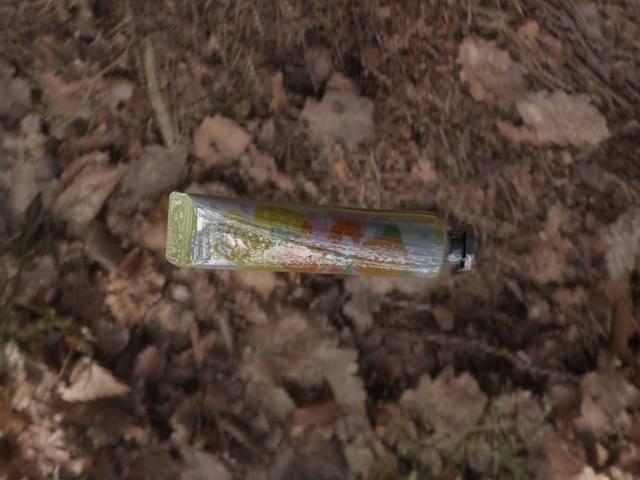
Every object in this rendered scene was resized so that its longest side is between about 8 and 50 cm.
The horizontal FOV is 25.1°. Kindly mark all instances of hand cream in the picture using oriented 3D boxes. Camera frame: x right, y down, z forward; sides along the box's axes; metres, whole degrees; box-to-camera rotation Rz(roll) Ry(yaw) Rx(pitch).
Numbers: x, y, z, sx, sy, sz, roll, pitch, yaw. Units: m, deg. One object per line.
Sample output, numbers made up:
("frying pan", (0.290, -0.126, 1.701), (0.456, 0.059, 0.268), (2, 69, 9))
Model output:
("hand cream", (0.000, 0.000, 0.477), (0.102, 0.022, 0.035), (3, 139, -8))
